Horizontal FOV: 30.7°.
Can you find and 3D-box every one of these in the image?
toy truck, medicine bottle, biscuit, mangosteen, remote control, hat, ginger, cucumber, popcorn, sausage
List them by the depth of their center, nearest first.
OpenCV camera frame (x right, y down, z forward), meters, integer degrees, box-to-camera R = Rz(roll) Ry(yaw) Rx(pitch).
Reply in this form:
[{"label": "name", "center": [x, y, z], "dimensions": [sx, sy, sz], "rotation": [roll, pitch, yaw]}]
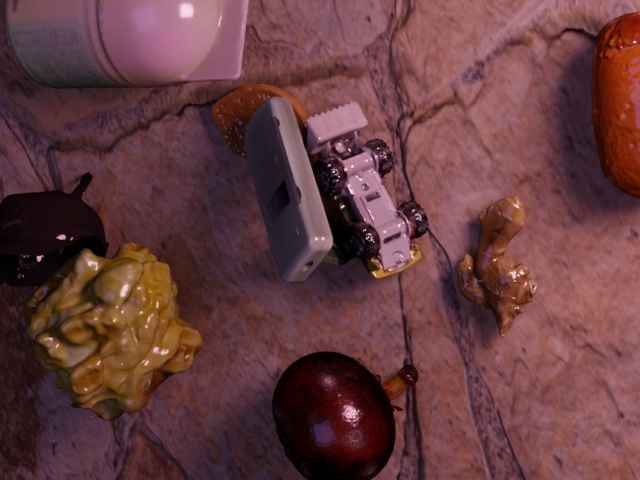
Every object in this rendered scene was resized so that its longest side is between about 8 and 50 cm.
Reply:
[{"label": "sausage", "center": [0.458, -0.186, 1.630], "dimensions": [0.141, 0.153, 0.267], "rotation": [-1, 104, 28]}, {"label": "ginger", "center": [0.291, 0.034, 1.836], "dimensions": [0.133, 0.059, 0.214], "rotation": [33, 115, 25]}, {"label": "remote control", "center": [-0.057, -0.086, 1.877], "dimensions": [0.140, 0.056, 0.296], "rotation": [-50, 48, 48]}, {"label": "toy truck", "center": [0.064, -0.076, 1.887], "dimensions": [0.285, 0.136, 0.111], "rotation": [65, 152, 5]}, {"label": "medicine bottle", "center": [-0.295, -0.370, 1.932], "dimensions": [0.406, 0.236, 0.235], "rotation": [3, 105, 28]}, {"label": "cucumber", "center": [0.000, 0.000, 1.953], "dimensions": [0.117, 0.115, 0.062], "rotation": [6, 106, 18]}, {"label": "mangosteen", "center": [0.051, 0.287, 1.964], "dimensions": [0.262, 0.235, 0.235], "rotation": [-26, 90, -12]}, {"label": "biscuit", "center": [-0.091, -0.194, 1.991], "dimensions": [0.221, 0.029, 0.141], "rotation": [25, 115, 21]}, {"label": "popcorn", "center": [-0.381, 0.157, 2.080], "dimensions": [0.312, 0.312, 0.312], "rotation": [8, 107, 26]}, {"label": "hat", "center": [-0.536, -0.030, 2.118], "dimensions": [0.238, 0.336, 0.208], "rotation": [-24, 81, 22]}]
